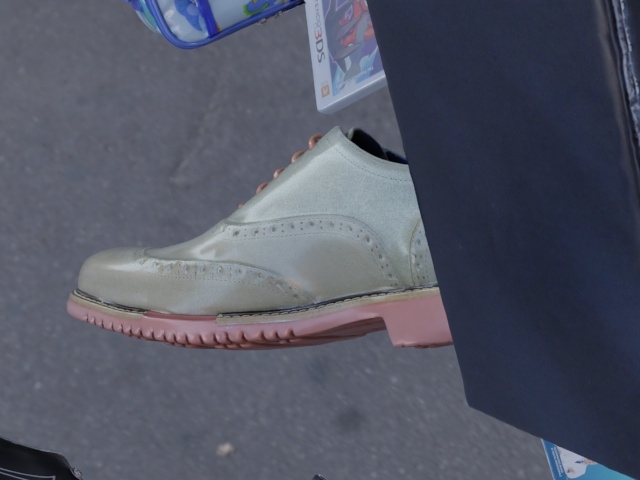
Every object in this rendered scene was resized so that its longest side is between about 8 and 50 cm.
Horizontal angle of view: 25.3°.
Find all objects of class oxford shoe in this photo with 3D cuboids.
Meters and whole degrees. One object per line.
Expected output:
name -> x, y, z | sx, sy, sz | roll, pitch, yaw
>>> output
oxford shoe -> 0.000, 0.000, 0.970 | 0.397, 0.140, 0.146 | -4, 88, 25

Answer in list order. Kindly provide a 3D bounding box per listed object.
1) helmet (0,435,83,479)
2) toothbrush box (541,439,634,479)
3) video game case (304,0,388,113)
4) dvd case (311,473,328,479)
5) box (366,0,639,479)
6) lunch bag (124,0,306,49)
helmet -> -0.190, 0.180, 0.743 | 0.161, 0.169, 0.169 | 22, 76, -9
toothbrush box -> 0.388, 0.176, 1.478 | 0.295, 0.216, 0.126 | -17, 97, 15
video game case -> 0.059, -0.244, 1.413 | 0.201, 0.023, 0.183 | -23, 67, 43
dvd case -> 0.101, 0.422, 1.948 | 0.029, 0.238, 0.179 | -50, 31, -8
box -> 0.196, -0.085, 0.675 | 0.296, 0.294, 0.183 | -26, 22, -26
lunch bag -> -0.092, -0.269, 1.105 | 0.176, 0.219, 0.090 | -26, 24, -12
